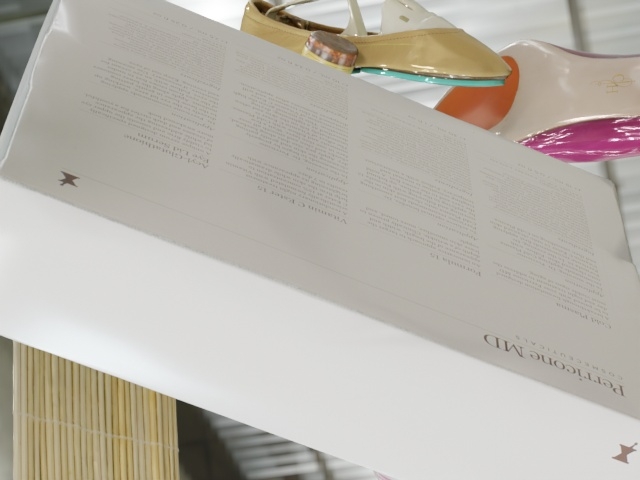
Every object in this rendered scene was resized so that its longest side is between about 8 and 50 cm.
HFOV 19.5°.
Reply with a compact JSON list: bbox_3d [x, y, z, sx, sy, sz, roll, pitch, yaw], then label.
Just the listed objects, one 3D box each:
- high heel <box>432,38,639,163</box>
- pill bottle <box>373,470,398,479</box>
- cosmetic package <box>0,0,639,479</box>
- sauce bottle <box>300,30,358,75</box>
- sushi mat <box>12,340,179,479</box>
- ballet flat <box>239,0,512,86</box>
[{"bbox_3d":[0.255,-0.091,1.568,0.181,0.377,0.127,36,-121,-32],"label":"high heel"},{"bbox_3d":[0.117,0.174,1.735,0.160,0.160,0.283,-87,-24,-47],"label":"pill bottle"},{"bbox_3d":[0.000,0.000,1.057,0.284,0.377,0.097,-89,23,-63],"label":"cosmetic package"},{"bbox_3d":[-0.012,-0.092,1.384,0.042,0.042,0.128,-71,2,-68],"label":"sauce bottle"},{"bbox_3d":[-0.176,0.151,1.480,0.151,0.019,0.317,14,-124,-31],"label":"sushi mat"},{"bbox_3d":[0.035,-0.155,1.416,0.080,0.232,0.073,-12,-76,-62],"label":"ballet flat"}]
